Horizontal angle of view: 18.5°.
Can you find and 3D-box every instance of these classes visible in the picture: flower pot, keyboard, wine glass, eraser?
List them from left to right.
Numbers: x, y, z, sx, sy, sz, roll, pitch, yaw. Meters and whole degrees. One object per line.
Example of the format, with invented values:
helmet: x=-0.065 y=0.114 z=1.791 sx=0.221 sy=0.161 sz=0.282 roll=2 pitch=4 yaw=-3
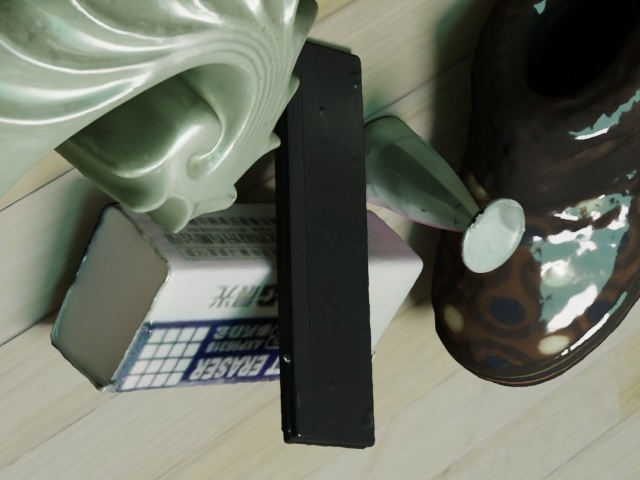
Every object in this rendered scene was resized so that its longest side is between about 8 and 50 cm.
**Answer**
flower pot: x=-0.173 y=-0.122 z=1.250 sx=0.367 sy=0.164 sz=0.254 roll=-12 pitch=130 yaw=-39
eraser: x=-0.059 y=0.042 z=1.515 sx=0.287 sy=0.086 sz=0.130 roll=1 pitch=124 yaw=-48
keyboard: x=0.000 y=0.000 z=1.473 sx=0.101 sy=0.018 sz=0.309 roll=11 pitch=73 yaw=-47
wine glass: x=0.087 y=-0.035 z=1.558 sx=0.073 sy=0.155 sz=0.073 roll=-20 pitch=129 yaw=-28

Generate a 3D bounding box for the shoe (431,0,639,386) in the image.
shoe: x=0.198 y=-0.068 z=1.623 sx=0.384 sy=0.171 sz=0.237 roll=-57 pitch=146 yaw=1
